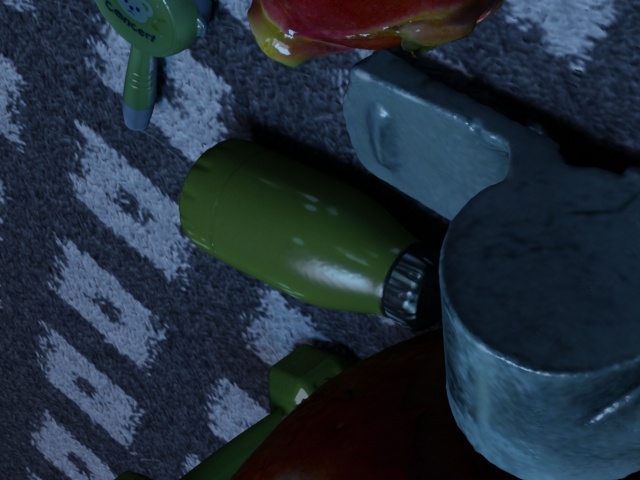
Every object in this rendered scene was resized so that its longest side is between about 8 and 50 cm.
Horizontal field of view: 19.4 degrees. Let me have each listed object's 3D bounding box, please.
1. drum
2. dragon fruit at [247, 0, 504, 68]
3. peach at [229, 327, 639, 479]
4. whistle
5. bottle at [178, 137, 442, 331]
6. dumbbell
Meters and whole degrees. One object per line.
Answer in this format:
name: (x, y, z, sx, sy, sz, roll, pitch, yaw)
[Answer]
drum: (-0.142, -0.171, 1.670, 0.130, 0.049, 0.253, 30, 149, 27)
dragon fruit: (0.039, -0.223, 1.206, 0.224, 0.224, 0.227, 50, 154, -9)
peach: (0.076, 0.260, 1.568, 0.339, 0.416, 0.353, 34, 152, 33)
whistle: (0.161, 0.006, 1.415, 0.168, 0.188, 0.405, 81, 170, -54)
bottle: (0.000, 0.000, 1.639, 0.260, 0.112, 0.112, 26, 146, 32)
dumbbell: (-0.084, 0.221, 1.839, 0.121, 0.302, 0.108, 54, 157, 5)
